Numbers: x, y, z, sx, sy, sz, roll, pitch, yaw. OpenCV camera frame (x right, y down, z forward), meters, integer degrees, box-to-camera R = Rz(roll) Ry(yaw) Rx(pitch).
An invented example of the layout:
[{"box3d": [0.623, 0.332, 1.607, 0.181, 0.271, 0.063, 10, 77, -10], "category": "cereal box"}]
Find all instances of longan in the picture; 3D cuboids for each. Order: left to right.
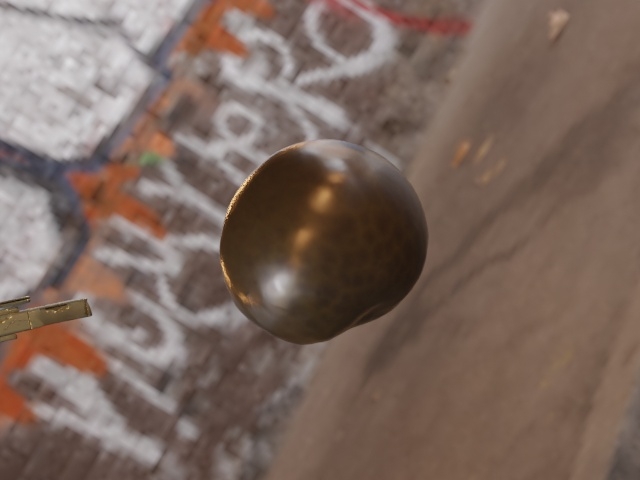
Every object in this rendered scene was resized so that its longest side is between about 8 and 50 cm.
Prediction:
[{"box3d": [0.000, 0.000, 1.802, 0.212, 0.198, 0.198, -35, 5, -9], "category": "longan"}]

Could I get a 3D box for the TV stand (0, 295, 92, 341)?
[{"box3d": [-0.350, 0.088, 1.810, 0.036, 0.249, 0.042, 165, 93, -72], "category": "TV stand"}]
